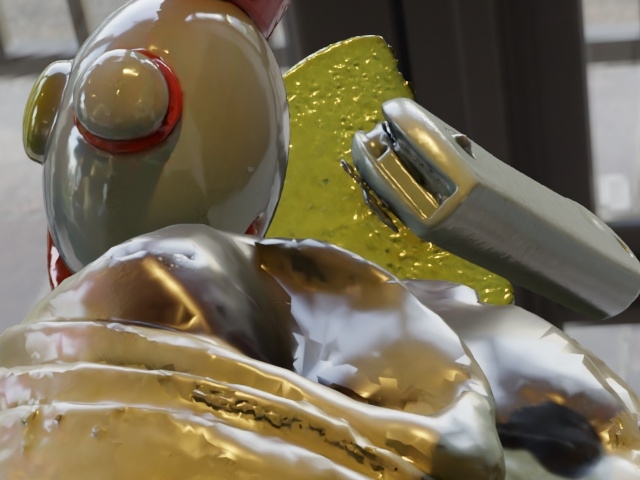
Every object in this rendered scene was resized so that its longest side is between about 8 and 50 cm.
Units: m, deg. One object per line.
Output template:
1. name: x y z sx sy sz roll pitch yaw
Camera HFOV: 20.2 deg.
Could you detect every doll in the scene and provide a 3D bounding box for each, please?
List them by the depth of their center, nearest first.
1. doll: -0.056 -0.092 0.772 0.105 0.200 0.336 9 74 8

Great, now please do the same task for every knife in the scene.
1. knife: 0.046 -0.007 0.443 0.023 0.162 0.044 -42 68 12

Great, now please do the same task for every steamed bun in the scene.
1. steamed bun: -0.005 0.100 0.593 0.275 0.206 0.320 4 4 -6

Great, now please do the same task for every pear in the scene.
1. pear: 0.000 0.000 1.527 0.292 0.159 0.292 4 73 -12
